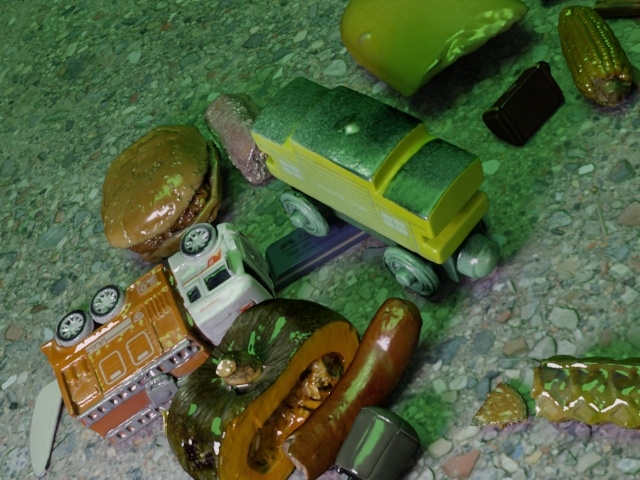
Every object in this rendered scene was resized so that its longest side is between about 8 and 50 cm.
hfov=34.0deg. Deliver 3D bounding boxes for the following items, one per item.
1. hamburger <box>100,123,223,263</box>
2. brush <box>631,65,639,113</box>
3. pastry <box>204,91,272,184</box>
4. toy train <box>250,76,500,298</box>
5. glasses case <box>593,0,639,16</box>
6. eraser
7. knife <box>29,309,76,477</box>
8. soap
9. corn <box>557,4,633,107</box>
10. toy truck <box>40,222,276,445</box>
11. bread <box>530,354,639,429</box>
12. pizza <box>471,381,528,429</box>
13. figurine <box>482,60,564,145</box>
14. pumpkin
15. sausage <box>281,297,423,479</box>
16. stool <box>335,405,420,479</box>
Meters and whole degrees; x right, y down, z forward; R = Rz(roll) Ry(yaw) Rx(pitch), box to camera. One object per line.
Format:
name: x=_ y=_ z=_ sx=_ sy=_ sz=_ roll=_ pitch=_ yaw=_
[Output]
hamburger: x=-0.309 y=-0.101 z=2.021 sx=0.259 sy=0.144 sz=0.283 roll=-40 pitch=32 yaw=16
brush: x=0.529 y=-0.231 z=1.678 sx=0.070 sy=0.021 sz=0.196 roll=-28 pitch=39 yaw=10
pastry: x=-0.158 y=-0.219 z=2.071 sx=0.103 sy=0.112 sz=0.265 roll=-44 pitch=37 yaw=11
toy train: x=0.079 y=-0.092 z=1.626 sx=0.442 sy=0.272 sz=0.179 roll=29 pitch=67 yaw=34
glasses case: x=0.566 y=-0.420 z=1.815 sx=0.170 sy=0.041 sz=0.065 roll=8 pitch=67 yaw=38
eraser: x=0.000 y=0.000 z=1.807 sx=0.225 sy=0.036 sz=0.082 roll=-30 pitch=43 yaw=6
knife: x=-0.483 y=0.270 z=1.883 sx=0.081 sy=0.043 sz=0.336 roll=-17 pitch=45 yaw=29
soap: x=0.201 y=-0.424 z=2.016 sx=0.306 sy=0.115 sz=0.427 roll=-37 pitch=39 yaw=4
corn: x=0.455 y=-0.313 z=1.748 sx=0.097 sy=0.097 sz=0.262 roll=-22 pitch=40 yaw=16
toy truck: x=-0.250 y=0.157 z=1.732 sx=0.387 sy=0.173 sz=0.207 roll=-35 pitch=47 yaw=5
bread: x=0.400 y=0.192 z=1.307 sx=0.269 sy=0.098 sz=0.087 roll=0 pitch=94 yaw=35
pizza: x=0.242 y=0.233 z=1.424 sx=0.078 sy=0.025 sz=0.083 roll=-27 pitch=34 yaw=4
figurine: x=0.342 y=-0.240 z=1.782 sx=0.154 sy=0.082 sz=0.098 roll=-47 pitch=22 yaw=-13
pumpkin: x=-0.087 y=0.214 z=1.520 sx=0.317 sy=0.222 sz=0.139 roll=-48 pitch=41 yaw=-16
sausage: x=0.052 y=0.218 z=1.510 sx=0.076 sy=0.103 sz=0.302 roll=27 pitch=71 yaw=35
stool: x=0.077 y=0.289 z=1.436 sx=0.096 sy=0.096 sz=0.110 roll=20 pitch=71 yaw=44
